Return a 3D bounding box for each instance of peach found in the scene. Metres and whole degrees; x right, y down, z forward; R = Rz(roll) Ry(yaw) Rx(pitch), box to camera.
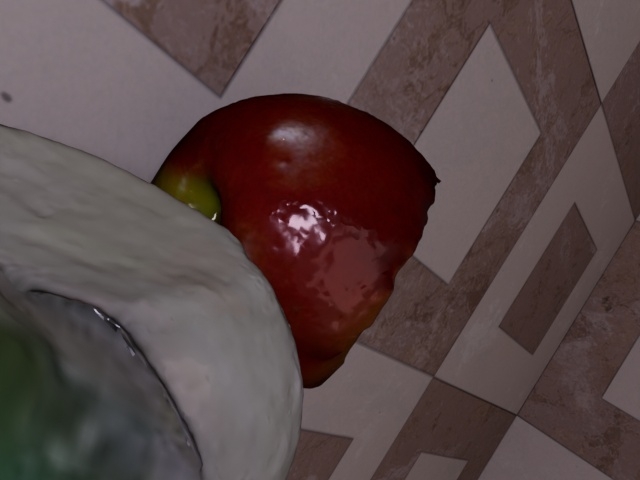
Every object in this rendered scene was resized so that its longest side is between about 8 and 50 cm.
[{"bbox_3d":[0.000,0.000,0.614,0.338,0.281,0.281,12,105,-51],"label":"peach"}]

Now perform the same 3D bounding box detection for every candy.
[{"bbox_3d":[-0.210,0.131,0.443,0.186,0.385,0.427,-72,174,-68],"label":"candy"}]
